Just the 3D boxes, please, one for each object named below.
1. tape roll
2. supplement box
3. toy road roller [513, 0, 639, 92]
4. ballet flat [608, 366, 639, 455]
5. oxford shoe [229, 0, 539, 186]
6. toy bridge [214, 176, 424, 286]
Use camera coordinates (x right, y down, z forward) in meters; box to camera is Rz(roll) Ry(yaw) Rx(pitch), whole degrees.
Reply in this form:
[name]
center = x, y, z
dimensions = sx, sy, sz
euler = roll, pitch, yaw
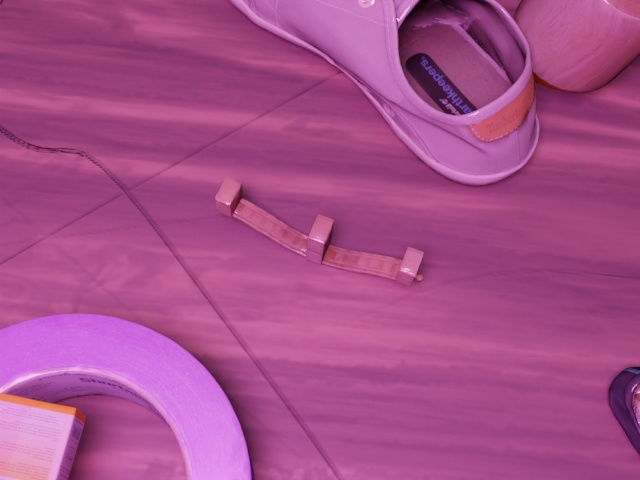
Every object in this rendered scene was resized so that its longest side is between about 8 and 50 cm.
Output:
[tape roll]
center = -0.188, 0.199, 0.693
dimensions = 0.275, 0.090, 0.274
euler = 1, 68, -2
[supplement box]
center = -0.211, 0.162, 0.638
dimensions = 0.062, 0.036, 0.098
euler = 12, 69, 2
[toy road roller]
center = 0.343, -0.277, 0.843
dimensions = 0.241, 0.202, 0.329
euler = 24, 69, -5
[ballet flat]
center = 0.305, 0.189, 0.724
dimensions = 0.074, 0.074, 0.203
euler = -28, 73, -12
[oxford shoe]
center = 0.035, -0.237, 0.850
dimensions = 0.169, 0.130, 0.449
euler = -40, 74, -14
[toy bridge]
center = 0.000, 0.000, 0.789
dimensions = 0.188, 0.063, 0.026
euler = 21, 70, 5
